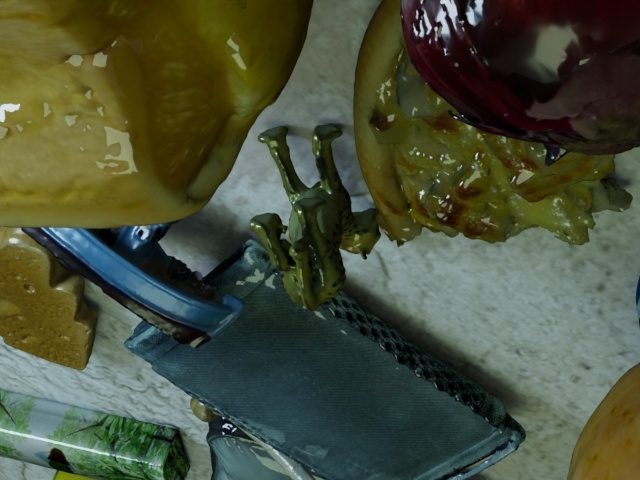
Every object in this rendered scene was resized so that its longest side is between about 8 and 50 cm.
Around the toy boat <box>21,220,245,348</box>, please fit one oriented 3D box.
[{"bbox_3d":[-0.162,0.004,1.327,0.223,0.097,0.100,35,-169,6],"label":"toy boat"}]

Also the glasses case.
[{"bbox_3d":[-0.297,0.243,1.778,0.272,0.062,0.095,10,146,15],"label":"glasses case"}]

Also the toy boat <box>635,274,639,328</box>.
[{"bbox_3d":[0.304,0.014,1.155,0.080,0.046,0.229,23,145,-11],"label":"toy boat"}]

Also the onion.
[{"bbox_3d":[0.164,-0.158,0.842,0.252,0.219,0.252,-9,-178,0],"label":"onion"}]

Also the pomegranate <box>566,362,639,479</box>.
[{"bbox_3d":[0.358,0.260,1.162,0.410,0.410,0.410,14,146,9],"label":"pomegranate"}]

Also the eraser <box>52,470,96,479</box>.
[{"bbox_3d":[-0.292,0.347,1.895,0.122,0.097,0.045,8,146,20],"label":"eraser"}]

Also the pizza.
[{"bbox_3d":[0.127,-0.074,1.083,0.223,0.089,0.323,18,148,9],"label":"pizza"}]

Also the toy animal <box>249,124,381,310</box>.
[{"bbox_3d":[0.000,0.000,1.182,0.073,0.181,0.136,-13,126,14],"label":"toy animal"}]

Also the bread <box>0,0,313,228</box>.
[{"bbox_3d":[-0.201,-0.182,0.956,0.394,0.250,0.361,-2,146,24],"label":"bread"}]

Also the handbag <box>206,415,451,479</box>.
[{"bbox_3d":[0.026,0.289,1.677,0.332,0.075,0.191,17,144,11],"label":"handbag"}]

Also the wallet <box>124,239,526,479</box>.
[{"bbox_3d":[0.006,0.135,1.460,0.342,0.075,0.237,35,138,-19],"label":"wallet"}]

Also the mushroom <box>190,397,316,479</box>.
[{"bbox_3d":[-0.031,0.250,1.538,0.306,0.068,0.043,42,136,34],"label":"mushroom"}]

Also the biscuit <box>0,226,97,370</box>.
[{"bbox_3d":[-0.313,0.054,1.534,0.212,0.041,0.238,-14,135,32],"label":"biscuit"}]
